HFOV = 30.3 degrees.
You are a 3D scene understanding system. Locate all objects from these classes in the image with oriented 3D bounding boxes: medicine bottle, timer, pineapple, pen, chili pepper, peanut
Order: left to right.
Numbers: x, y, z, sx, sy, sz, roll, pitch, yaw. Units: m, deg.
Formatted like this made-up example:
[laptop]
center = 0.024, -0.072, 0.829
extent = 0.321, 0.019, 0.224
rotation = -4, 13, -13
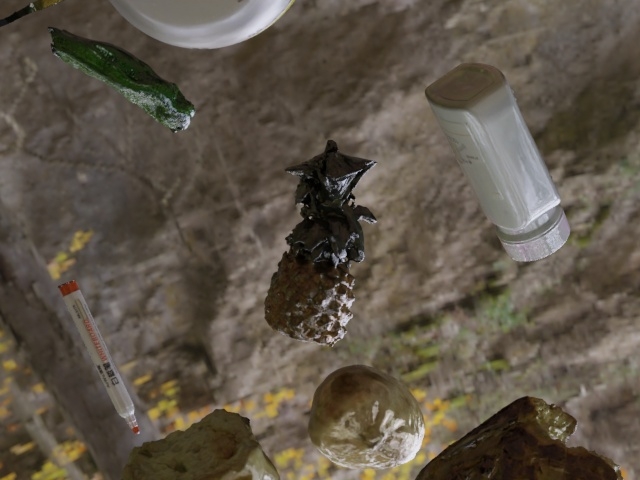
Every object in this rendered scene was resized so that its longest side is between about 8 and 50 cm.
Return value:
[pen]
center = -0.284, 0.152, 1.529
extent = 0.026, 0.218, 0.026
rotation = -26, 177, -2
[chili pepper]
center = -0.263, -0.221, 1.562
extent = 0.061, 0.224, 0.098
rotation = -54, -159, 4
[timer]
center = -0.129, -0.365, 1.411
extent = 0.285, 0.285, 0.285
rotation = -14, -154, 7
[pineapple]
center = 0.000, 0.000, 1.373
extent = 0.119, 0.237, 0.111
rotation = 13, -165, -4
[peanut]
center = 0.063, 0.225, 1.466
extent = 0.122, 0.137, 0.253
rotation = -43, 166, 3
[medicine bottle]
center = 0.269, -0.112, 1.744
extent = 0.111, 0.296, 0.161
rotation = -34, -153, -8

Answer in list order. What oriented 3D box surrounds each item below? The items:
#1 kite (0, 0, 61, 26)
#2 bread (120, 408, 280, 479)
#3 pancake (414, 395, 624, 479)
[kite]
center = -0.325, -0.221, 1.041
extent = 0.285, 0.152, 0.015
rotation = -30, 180, -22
[bread]
center = -0.084, 0.296, 1.055
extent = 0.152, 0.268, 0.130
rotation = 4, -153, 45
[pancake]
center = 0.189, 0.273, 1.244
extent = 0.257, 0.056, 0.212
rotation = -5, -107, 15
